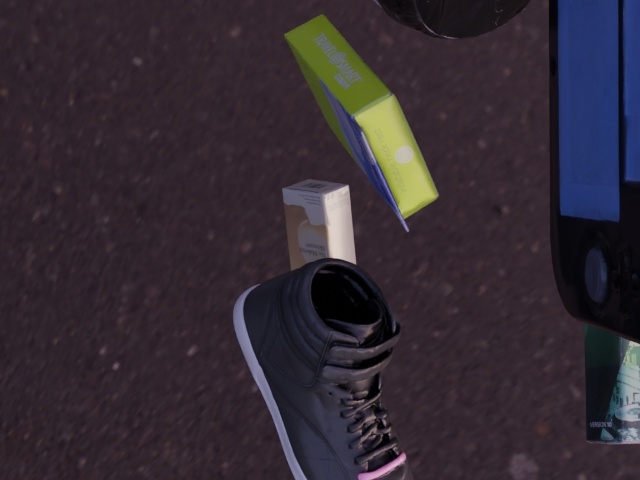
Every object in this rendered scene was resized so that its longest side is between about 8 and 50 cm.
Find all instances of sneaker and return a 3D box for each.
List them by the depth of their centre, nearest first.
[{"bbox_3d":[0.031,0.148,1.474,0.104,0.147,0.296,-22,78,-36],"label":"sneaker"}]

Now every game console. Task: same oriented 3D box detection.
[{"bbox_3d":[0.215,-0.125,1.091,0.060,0.342,0.387,-2,94,-3],"label":"game console"}]

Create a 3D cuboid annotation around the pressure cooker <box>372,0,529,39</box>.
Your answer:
[{"bbox_3d":[0.070,-0.442,1.541,0.375,0.370,0.420,-41,64,-9],"label":"pressure cooker"}]

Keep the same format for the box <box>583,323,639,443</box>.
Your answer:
[{"bbox_3d":[0.338,0.022,1.455,0.232,0.058,0.322,4,81,-32],"label":"box"}]

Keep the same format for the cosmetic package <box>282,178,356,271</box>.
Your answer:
[{"bbox_3d":[0.000,0.000,1.624,0.041,0.060,0.115,-22,111,-43],"label":"cosmetic package"}]

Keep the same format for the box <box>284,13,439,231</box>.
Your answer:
[{"bbox_3d":[0.034,-0.095,1.270,0.042,0.109,0.178,-30,37,-3],"label":"box"}]
